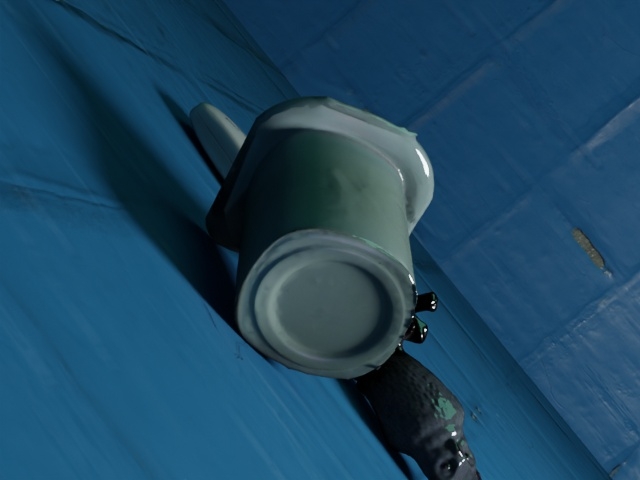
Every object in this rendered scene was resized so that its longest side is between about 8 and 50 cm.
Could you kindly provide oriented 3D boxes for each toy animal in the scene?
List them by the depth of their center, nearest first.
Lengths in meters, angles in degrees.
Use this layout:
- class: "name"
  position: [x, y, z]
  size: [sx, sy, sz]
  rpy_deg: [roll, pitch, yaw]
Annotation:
- class: "toy animal"
  position: [0.075, 0.163, 1.101]
  size: [0.117, 0.121, 0.210]
  rpy_deg: [-44, -118, 56]

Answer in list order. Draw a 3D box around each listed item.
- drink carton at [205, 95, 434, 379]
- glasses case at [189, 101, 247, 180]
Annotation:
- class: "drink carton"
  position: [0.000, 0.000, 0.973]
  size: [0.185, 0.191, 0.189]
  rpy_deg: [26, 29, -11]
- class: "glasses case"
  position: [-0.094, -0.088, 1.325]
  size: [0.197, 0.049, 0.076]
  rpy_deg: [55, 9, 29]
